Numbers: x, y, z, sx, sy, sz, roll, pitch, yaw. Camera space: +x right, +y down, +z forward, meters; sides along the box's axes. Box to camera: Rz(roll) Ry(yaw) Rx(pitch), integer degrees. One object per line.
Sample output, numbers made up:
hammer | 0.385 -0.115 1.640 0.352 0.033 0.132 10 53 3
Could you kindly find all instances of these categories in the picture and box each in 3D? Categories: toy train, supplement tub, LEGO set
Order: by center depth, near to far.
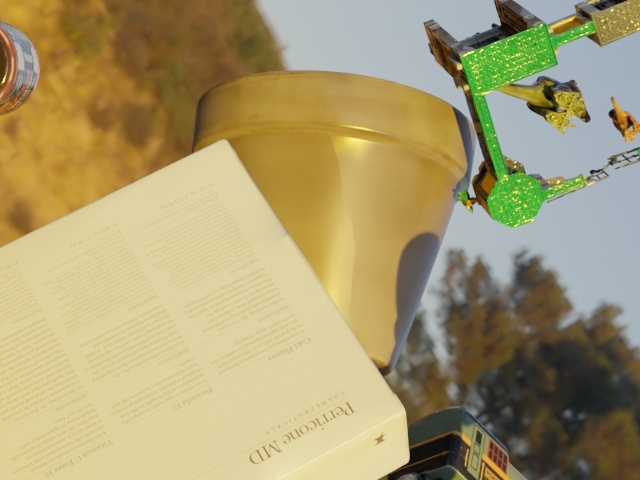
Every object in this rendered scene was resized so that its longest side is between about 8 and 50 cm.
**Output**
supplement tub | -0.356 -0.184 1.676 0.106 0.106 0.198 60 2 -4
LEGO set | 0.265 -0.177 1.722 0.255 0.331 0.192 60 1 -23
toy train | 0.200 0.342 1.811 0.334 0.142 0.190 43 40 -26

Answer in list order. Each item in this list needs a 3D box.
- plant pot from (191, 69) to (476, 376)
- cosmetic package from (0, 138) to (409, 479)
plant pot | 0.000 0.000 1.756 0.323 0.323 0.280 84 13 -74
cosmetic package | -0.166 0.125 1.174 0.284 0.377 0.097 56 -13 33
